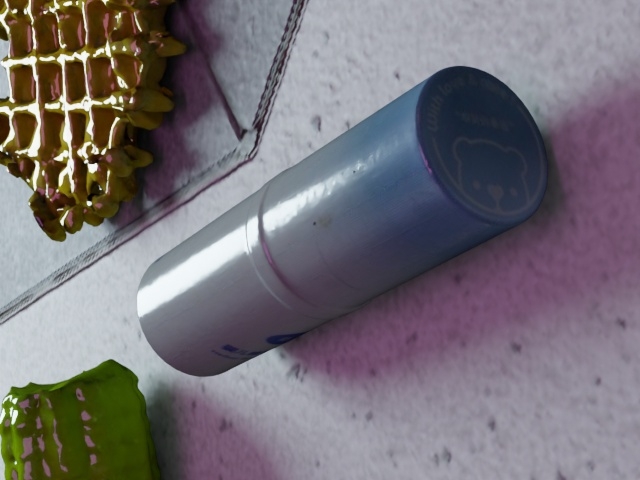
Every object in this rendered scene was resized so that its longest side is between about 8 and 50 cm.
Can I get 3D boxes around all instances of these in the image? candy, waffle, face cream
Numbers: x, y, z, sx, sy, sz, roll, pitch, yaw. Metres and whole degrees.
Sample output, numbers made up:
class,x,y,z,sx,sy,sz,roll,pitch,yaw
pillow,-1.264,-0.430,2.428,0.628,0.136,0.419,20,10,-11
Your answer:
class,x,y,z,sx,sy,sz,roll,pitch,yaw
candy,-0.141,0.181,0.856,0.097,0.097,0.209,-13,85,52
waffle,-0.167,-0.125,0.911,0.231,0.051,0.228,57,130,33
face cream,0.000,0.000,0.677,0.250,0.077,0.077,-31,67,50
